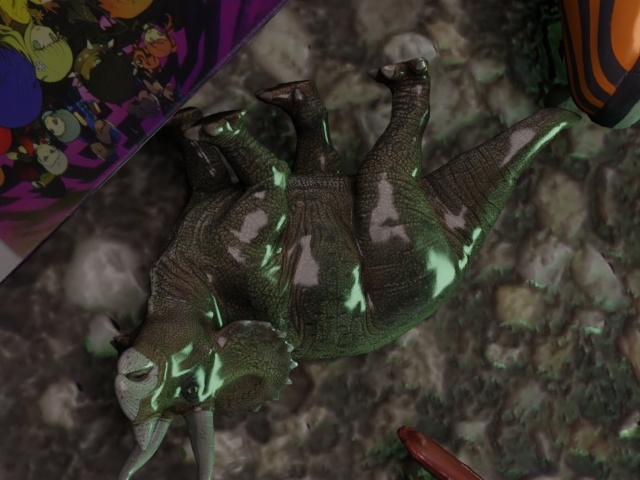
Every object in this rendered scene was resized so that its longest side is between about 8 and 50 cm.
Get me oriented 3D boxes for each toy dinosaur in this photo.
[{"bbox_3d":[0.000,0.000,0.704,0.313,0.121,0.160,-20,103,-34],"label":"toy dinosaur"}]

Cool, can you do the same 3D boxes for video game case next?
[{"bbox_3d":[-0.150,-0.116,0.601,0.210,0.232,0.042,46,32,-8],"label":"video game case"}]

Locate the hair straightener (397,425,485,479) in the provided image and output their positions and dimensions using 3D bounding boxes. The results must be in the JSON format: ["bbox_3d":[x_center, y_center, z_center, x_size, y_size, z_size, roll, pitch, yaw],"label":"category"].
[{"bbox_3d":[0.107,0.195,0.734,0.230,0.047,0.089,37,95,-16],"label":"hair straightener"}]

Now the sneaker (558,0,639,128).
[{"bbox_3d":[0.118,-0.219,0.784,0.180,0.124,0.321,12,62,-14],"label":"sneaker"}]
